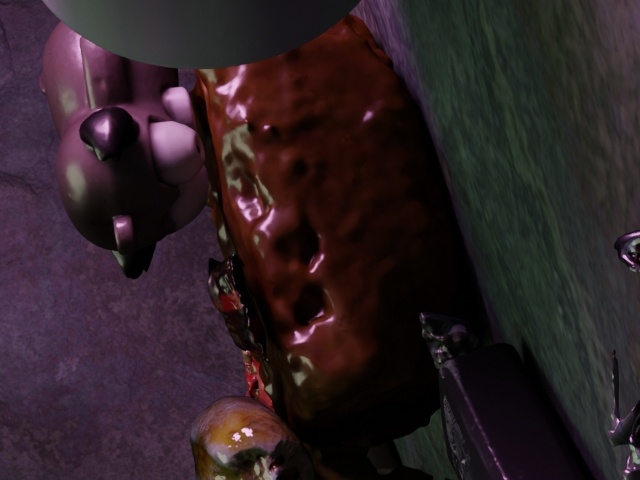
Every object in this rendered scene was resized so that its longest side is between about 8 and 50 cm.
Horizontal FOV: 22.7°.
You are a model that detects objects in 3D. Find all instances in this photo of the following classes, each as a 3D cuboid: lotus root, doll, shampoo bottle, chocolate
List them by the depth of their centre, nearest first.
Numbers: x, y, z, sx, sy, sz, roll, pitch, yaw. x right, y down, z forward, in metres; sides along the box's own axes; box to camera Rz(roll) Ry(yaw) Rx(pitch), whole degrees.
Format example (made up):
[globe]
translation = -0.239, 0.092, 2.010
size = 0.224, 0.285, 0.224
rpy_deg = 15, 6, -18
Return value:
[shampoo bottle]
translation = 0.130, 0.153, 1.038
size = 0.309, 0.071, 0.098
rpy_deg = -111, 5, -55
[chocolate]
translation = -0.066, 0.051, 1.213
size = 0.182, 0.028, 0.086
rpy_deg = -178, 67, -78
[doll]
translation = -0.162, -0.096, 1.285
size = 0.182, 0.117, 0.257
rpy_deg = 83, 171, -54
[lotus root]
translation = -0.061, 0.180, 1.293
size = 0.192, 0.088, 0.113
rpy_deg = -178, 73, -75

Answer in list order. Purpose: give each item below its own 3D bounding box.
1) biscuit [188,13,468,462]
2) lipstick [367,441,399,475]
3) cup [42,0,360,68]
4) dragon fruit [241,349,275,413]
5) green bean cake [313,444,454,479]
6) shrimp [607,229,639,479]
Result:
[biscuit]
translation = 0.000, 0.000, 1.350
size = 0.395, 0.166, 0.343
rpy_deg = 103, 153, -74
[lipstick]
translation = 0.036, 0.222, 2.018
size = 0.254, 0.070, 0.070
rpy_deg = -113, 10, -49
[cup]
translation = -0.074, -0.295, 0.935
size = 0.371, 0.253, 0.253
rpy_deg = 93, 161, -61
[dragon fruit]
translation = -0.001, 0.108, 1.831
size = 0.189, 0.163, 0.262
rpy_deg = -38, 64, 53
[green bean cake]
translation = 0.076, 0.352, 1.330
size = 0.202, 0.285, 0.310
rpy_deg = -82, 10, -52
[shrimp]
translation = 0.148, 0.082, 0.660
size = 0.076, 0.082, 0.174
rpy_deg = -115, 17, -80
